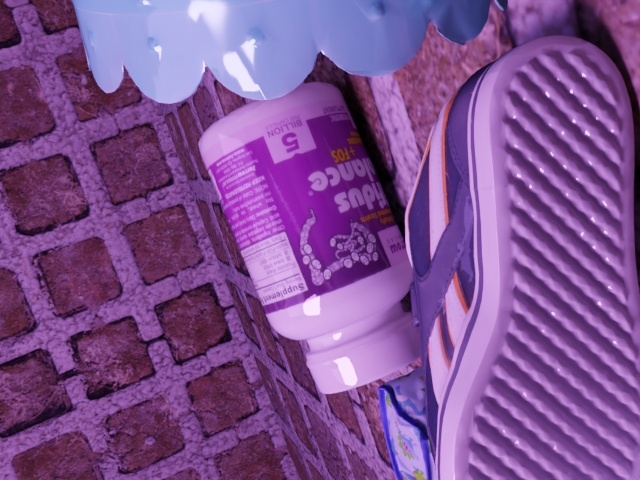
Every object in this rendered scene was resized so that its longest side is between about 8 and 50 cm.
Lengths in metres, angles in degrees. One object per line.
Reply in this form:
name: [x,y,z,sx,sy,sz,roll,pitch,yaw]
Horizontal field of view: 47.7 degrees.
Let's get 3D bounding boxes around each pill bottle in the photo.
pill bottle: [0.000,0.000,0.774,0.301,0.169,0.169,67,164,1]

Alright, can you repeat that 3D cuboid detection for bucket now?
bucket: [-0.030,-0.214,0.423,0.281,0.281,0.183,45,151,54]

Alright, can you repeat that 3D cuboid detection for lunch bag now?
lunch bag: [0.131,0.180,0.658,0.096,0.129,0.151,50,155,49]

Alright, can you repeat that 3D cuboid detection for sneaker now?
sneaker: [0.121,0.049,0.451,0.127,0.126,0.321,178,97,-78]
